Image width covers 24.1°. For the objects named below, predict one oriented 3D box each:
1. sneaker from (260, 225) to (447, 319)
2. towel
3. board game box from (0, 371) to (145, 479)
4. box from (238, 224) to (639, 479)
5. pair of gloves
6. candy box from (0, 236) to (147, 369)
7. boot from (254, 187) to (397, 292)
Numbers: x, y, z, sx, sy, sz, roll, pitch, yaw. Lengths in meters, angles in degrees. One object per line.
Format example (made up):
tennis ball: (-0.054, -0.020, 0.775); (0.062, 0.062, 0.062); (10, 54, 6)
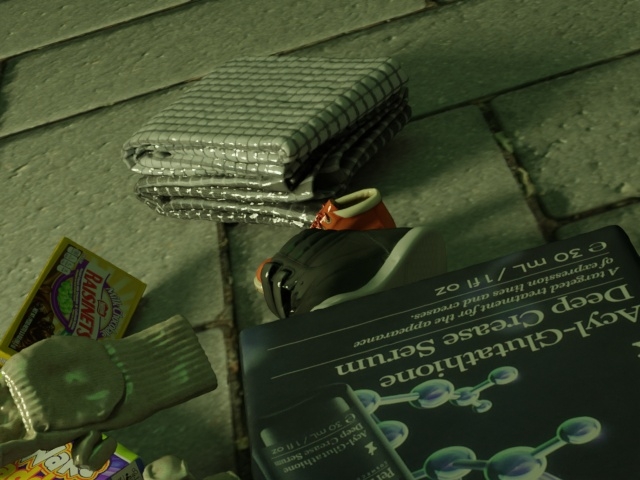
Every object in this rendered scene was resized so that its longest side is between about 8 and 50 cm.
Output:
sneaker: (-0.008, 0.076, 1.378); (0.147, 0.104, 0.296); (0, 27, 33)
towel: (-0.055, -0.118, 1.726); (0.284, 0.121, 0.235); (5, 34, 38)
board game box: (-0.329, 0.227, 1.312); (0.233, 0.078, 0.347); (-35, 33, -28)
box: (0.122, 0.201, 0.963); (0.293, 0.212, 0.395); (-16, 29, 2)
pair of gloves: (-0.160, 0.178, 1.190); (0.204, 0.042, 0.240); (-12, 65, -21)
candy box: (-0.250, 0.082, 1.509); (0.027, 0.105, 0.206); (-50, 12, 32)
boot: (0.000, 0.000, 1.518); (0.158, 0.084, 0.059); (-21, 30, -2)
